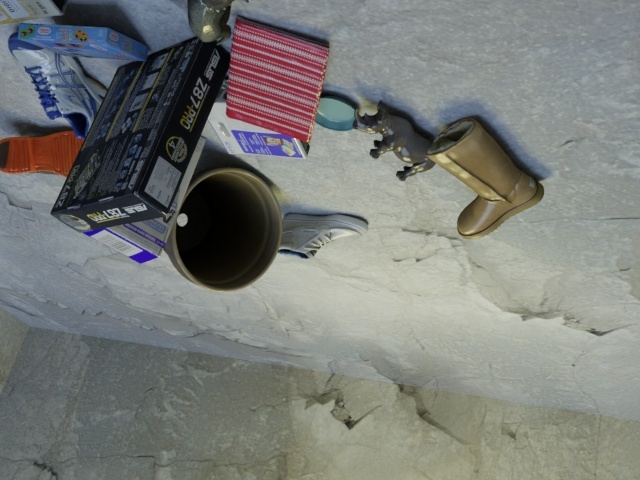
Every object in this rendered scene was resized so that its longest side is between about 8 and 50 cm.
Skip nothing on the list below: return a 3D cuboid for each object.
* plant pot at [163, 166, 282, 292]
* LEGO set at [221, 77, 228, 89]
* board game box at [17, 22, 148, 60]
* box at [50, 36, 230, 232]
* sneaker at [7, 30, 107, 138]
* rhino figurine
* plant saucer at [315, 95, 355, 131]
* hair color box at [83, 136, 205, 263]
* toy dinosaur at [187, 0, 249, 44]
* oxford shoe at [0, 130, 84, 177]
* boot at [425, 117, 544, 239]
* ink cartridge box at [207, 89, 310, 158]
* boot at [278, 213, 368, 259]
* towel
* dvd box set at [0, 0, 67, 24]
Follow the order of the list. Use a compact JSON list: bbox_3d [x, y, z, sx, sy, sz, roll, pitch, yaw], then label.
[{"bbox_3d":[-0.311,-0.041,2.258,0.323,0.323,0.280,35,165,-35],"label":"plant pot"},{"bbox_3d":[-0.208,-0.346,1.832,0.054,0.023,0.083,3,152,28],"label":"LEGO set"},{"bbox_3d":[-0.493,-0.414,1.776,0.211,0.039,0.160,8,-179,19],"label":"board game box"},{"bbox_3d":[-0.374,-0.218,1.761,0.318,0.395,0.097,-7,146,41],"label":"box"},{"bbox_3d":[-0.602,-0.350,1.948,0.112,0.131,0.296,-2,148,39],"label":"sneaker"},{"bbox_3d":[0.157,-0.217,1.813,0.106,0.073,0.243,-30,131,33],"label":"rhino figurine"},{"bbox_3d":[0.029,-0.278,1.830,0.119,0.021,0.119,13,155,6],"label":"plant saucer"},{"bbox_3d":[-0.423,-0.138,2.028,0.185,0.339,0.110,32,150,-30],"label":"hair color box"},{"bbox_3d":[-0.193,-0.425,1.491,0.121,0.160,0.313,22,154,-12],"label":"toy dinosaur"},{"bbox_3d":[-0.693,-0.235,2.309,0.364,0.130,0.133,5,-173,8],"label":"oxford shoe"},{"bbox_3d":[0.323,-0.132,1.850,0.269,0.089,0.236,32,127,-33],"label":"boot"},{"bbox_3d":[-0.150,-0.265,1.941,0.208,0.045,0.206,5,153,20],"label":"ink cartridge box"},{"bbox_3d":[0.000,0.000,2.314,0.258,0.123,0.095,2,152,29],"label":"boot"},{"bbox_3d":[-0.093,-0.324,1.745,0.199,0.031,0.275,18,143,2],"label":"towel"},{"bbox_3d":[-0.754,-0.534,1.656,0.420,0.062,0.307,-4,150,19],"label":"dvd box set"}]
